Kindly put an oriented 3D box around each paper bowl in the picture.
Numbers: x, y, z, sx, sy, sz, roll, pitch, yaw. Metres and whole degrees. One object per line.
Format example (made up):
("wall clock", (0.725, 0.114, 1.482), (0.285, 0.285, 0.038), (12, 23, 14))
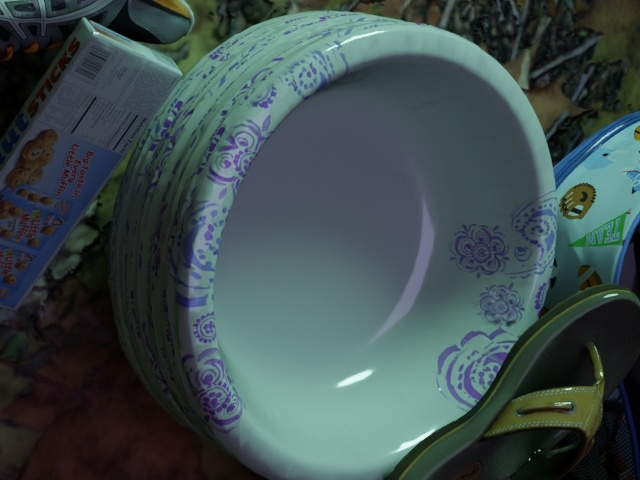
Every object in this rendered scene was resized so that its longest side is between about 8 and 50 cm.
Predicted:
("paper bowl", (0.000, 0.000, 0.906), (0.284, 0.148, 0.284), (-10, 108, -34))

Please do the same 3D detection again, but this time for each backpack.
("backpack", (0.255, 0.037, 1.067), (0.276, 0.213, 0.263), (-35, 129, -29))

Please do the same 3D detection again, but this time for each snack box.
("snack box", (-0.153, -0.038, 0.816), (0.064, 0.022, 0.178), (21, 113, -43))

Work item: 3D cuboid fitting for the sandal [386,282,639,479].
("sandal", (0.129, 0.118, 0.902), (0.219, 0.060, 0.090), (-38, 129, -16))

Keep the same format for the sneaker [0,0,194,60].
("sneaker", (-0.171, -0.133, 0.792), (0.214, 0.084, 0.083), (10, 104, -31))
